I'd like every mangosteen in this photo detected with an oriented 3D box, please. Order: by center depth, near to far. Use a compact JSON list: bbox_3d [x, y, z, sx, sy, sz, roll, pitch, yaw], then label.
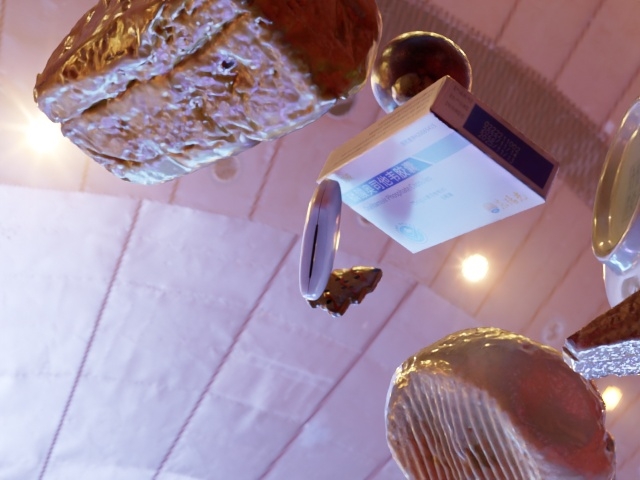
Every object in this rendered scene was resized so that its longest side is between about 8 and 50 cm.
[{"bbox_3d":[0.173,-0.255,1.702,0.200,0.200,0.200,-11,-66,-26],"label":"mangosteen"}]

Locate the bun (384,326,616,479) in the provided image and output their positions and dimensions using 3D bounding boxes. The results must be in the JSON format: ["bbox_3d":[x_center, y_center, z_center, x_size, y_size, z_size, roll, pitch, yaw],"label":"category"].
[{"bbox_3d":[0.278,0.282,1.514,0.227,0.352,0.349,-30,-77,-42],"label":"bun"}]

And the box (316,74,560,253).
[{"bbox_3d":[0.151,-0.093,1.408,0.200,0.343,0.065,36,-114,-14],"label":"box"}]

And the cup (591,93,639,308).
[{"bbox_3d":[0.362,-0.043,0.945,0.163,0.347,0.347,15,-77,0],"label":"cup"}]

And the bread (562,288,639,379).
[{"bbox_3d":[0.264,0.076,0.716,0.152,0.105,0.077,-35,-31,1],"label":"bread"}]

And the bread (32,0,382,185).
[{"bbox_3d":[-0.094,-0.145,0.815,0.167,0.294,0.132,38,-125,-30],"label":"bread"}]

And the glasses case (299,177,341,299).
[{"bbox_3d":[0.000,0.000,1.493,0.049,0.074,0.193,13,-59,10],"label":"glasses case"}]

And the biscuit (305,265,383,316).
[{"bbox_3d":[0.038,0.071,1.576,0.130,0.119,0.019,-23,-57,-13],"label":"biscuit"}]
